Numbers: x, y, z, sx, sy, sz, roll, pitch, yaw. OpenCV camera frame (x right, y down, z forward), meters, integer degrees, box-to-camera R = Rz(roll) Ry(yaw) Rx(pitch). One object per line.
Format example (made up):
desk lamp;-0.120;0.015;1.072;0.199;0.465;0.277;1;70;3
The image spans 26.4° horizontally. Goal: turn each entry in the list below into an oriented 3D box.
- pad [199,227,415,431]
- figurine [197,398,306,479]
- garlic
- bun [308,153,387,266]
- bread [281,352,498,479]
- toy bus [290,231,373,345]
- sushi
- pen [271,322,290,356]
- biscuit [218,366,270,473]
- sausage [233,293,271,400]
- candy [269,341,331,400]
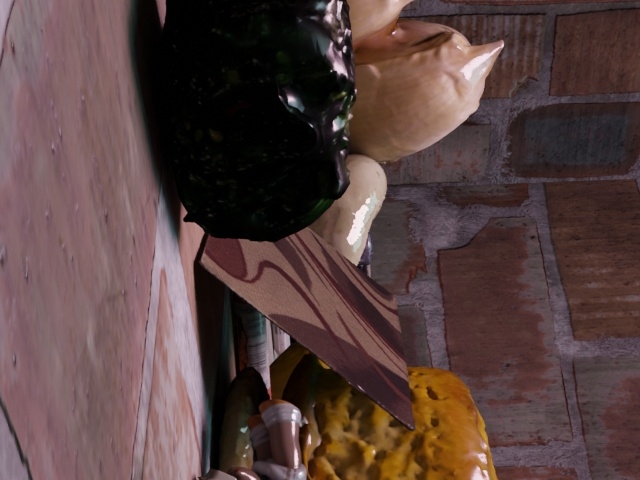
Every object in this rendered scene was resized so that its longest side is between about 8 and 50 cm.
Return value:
pad;-0.006;0.038;1.193;0.004;0.220;0.330;-49;-169;13
figurine;-0.047;0.212;0.991;0.147;0.093;0.197;121;-33;-49
garlic;0.045;-0.237;1.566;0.313;0.249;0.286;-121;-156;-61
bun;-0.015;-0.001;1.548;0.231;0.133;0.231;-157;-90;-89
bread;0.067;0.272;1.222;0.358;0.204;0.337;76;0;-46
toy bus;0.000;0.000;1.925;0.305;0.143;0.179;85;1;-49
sushi;-0.042;-0.090;0.883;0.225;0.124;0.127;96;-5;-56
pen;-0.056;0.092;1.850;0.026;0.026;0.218;-90;177;-50
biscuit;-0.063;0.207;1.186;0.265;0.040;0.188;-72;160;-82
sausage;-0.067;0.107;1.334;0.034;0.034;0.253;-88;175;-71
candy;0.034;0.229;1.600;0.260;0.118;0.260;36;42;-41
